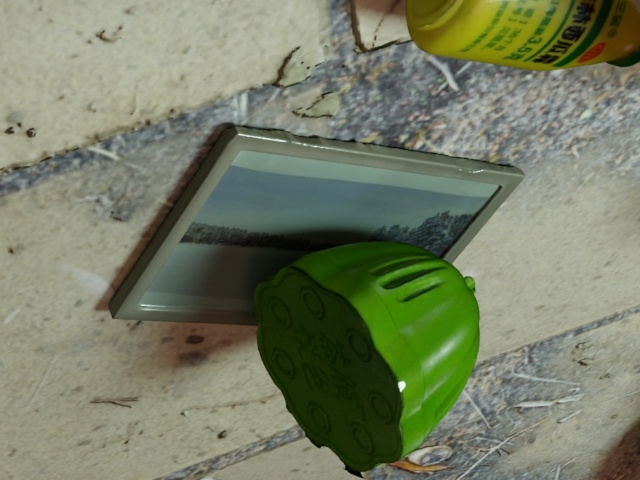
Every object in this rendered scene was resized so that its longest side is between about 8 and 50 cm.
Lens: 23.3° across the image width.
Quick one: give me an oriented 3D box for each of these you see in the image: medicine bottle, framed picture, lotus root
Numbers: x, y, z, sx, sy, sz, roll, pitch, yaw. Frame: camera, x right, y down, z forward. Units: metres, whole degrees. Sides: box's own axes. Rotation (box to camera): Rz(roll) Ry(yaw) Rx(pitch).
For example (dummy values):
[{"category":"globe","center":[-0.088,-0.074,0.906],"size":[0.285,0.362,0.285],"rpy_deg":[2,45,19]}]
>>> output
[{"category":"medicine bottle","center":[0.196,-0.164,1.095],"size":[0.309,0.076,0.111],"rpy_deg":[3,135,-37]},{"category":"framed picture","center":[0.000,0.000,1.247],"size":[0.289,0.016,0.213],"rpy_deg":[6,136,-37]},{"category":"lotus root","center":[0.063,0.070,1.238],"size":[0.186,0.186,0.186],"rpy_deg":[-16,145,-12]}]
